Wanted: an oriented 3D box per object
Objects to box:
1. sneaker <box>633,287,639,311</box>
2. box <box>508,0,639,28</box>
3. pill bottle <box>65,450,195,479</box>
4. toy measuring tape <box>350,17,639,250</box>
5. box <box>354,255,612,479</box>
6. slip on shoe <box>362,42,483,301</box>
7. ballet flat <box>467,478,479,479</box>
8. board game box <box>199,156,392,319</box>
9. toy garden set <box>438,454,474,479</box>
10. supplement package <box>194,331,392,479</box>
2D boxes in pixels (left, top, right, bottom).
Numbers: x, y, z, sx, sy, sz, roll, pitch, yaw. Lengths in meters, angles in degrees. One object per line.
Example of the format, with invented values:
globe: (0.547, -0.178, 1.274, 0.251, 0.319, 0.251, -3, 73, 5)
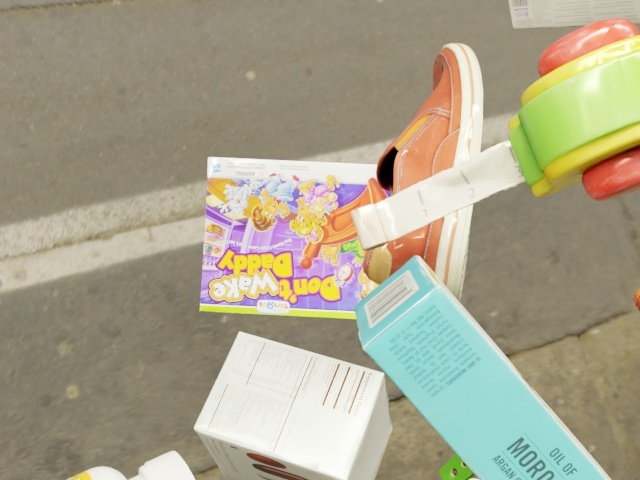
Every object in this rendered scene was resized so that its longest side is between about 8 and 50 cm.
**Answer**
sneaker: (0.422, 0.044, 0.900, 0.067, 0.175, 0.064, -73, 143, -57)
box: (0.363, -0.313, 1.091, 0.063, 0.324, 0.067, -22, 109, -19)
pill bottle: (-0.187, 0.241, 0.630, 0.208, 0.117, 0.117, -23, 85, -23)
toy measuring tape: (0.143, -0.065, 0.598, 0.121, 0.330, 0.121, 39, 39, -41)
box: (0.123, 0.126, 0.553, 0.060, 0.100, 0.244, -40, 98, 6)
slip on shoe: (0.109, -0.084, 0.859, 0.101, 0.123, 0.331, 7, 53, 10)
ballet flat: (0.228, 0.357, 0.962, 0.086, 0.248, 0.086, -11, 115, -23)
board game box: (0.000, 0.000, 1.294, 0.347, 0.078, 0.233, 2, 88, 2)
toy garden set: (0.315, 0.400, 1.307, 0.049, 0.204, 0.244, 16, 33, -41)
supplement package: (-0.027, 0.250, 1.125, 0.203, 0.194, 0.149, 14, 60, 17)
